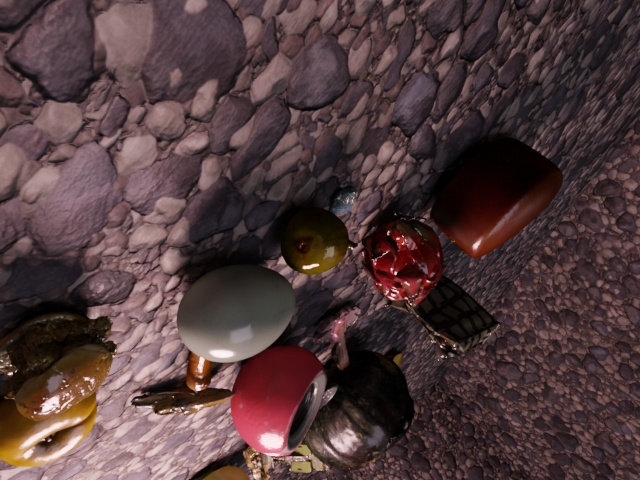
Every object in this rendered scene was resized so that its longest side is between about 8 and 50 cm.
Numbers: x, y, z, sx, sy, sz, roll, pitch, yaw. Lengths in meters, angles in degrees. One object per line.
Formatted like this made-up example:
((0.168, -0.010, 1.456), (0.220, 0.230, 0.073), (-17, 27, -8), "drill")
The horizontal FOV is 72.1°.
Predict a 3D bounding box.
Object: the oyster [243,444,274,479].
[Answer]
((-0.244, 0.851, 1.695), (0.107, 0.201, 0.354), (6, 125, 3), "oyster")

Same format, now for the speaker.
((-0.109, 0.428, 1.206), (0.294, 0.294, 0.294), (-30, 147, -22), "speaker")

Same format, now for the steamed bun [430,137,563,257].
((0.516, -0.139, 1.271), (0.379, 0.235, 0.248), (-34, 151, -16), "steamed bun")

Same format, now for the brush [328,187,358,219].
((0.033, -0.040, 1.034), (0.070, 0.021, 0.196), (-14, 139, -38), "brush")

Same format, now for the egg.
((-0.157, 0.136, 0.870), (0.264, 0.183, 0.182), (-16, 141, -50), "egg")

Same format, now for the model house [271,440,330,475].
((-0.099, 0.954, 2.001), (0.279, 0.204, 0.218), (-4, 161, -1), "model house")

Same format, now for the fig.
((0.000, -0.010, 0.938), (0.186, 0.148, 0.142), (-61, 161, -57), "fig")

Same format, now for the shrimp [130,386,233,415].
((-0.315, 0.389, 1.057), (0.254, 0.145, 0.059), (22, 67, -57), "shrimp")

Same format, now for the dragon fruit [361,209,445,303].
((0.223, 0.037, 1.154), (0.234, 0.234, 0.293), (-34, 152, -16), "dragon fruit")

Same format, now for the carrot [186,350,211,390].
((-0.274, 0.262, 1.018), (0.061, 0.061, 0.209), (-16, 136, -38), "carrot")

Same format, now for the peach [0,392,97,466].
((-0.489, 0.322, 0.784), (0.179, 0.103, 0.179), (-33, 149, -23), "peach")

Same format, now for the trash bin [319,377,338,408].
((-0.055, 0.473, 1.434), (0.176, 0.161, 0.175), (-33, 152, -20), "trash bin")

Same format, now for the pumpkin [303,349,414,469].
((0.126, 0.615, 1.631), (0.454, 0.344, 0.454), (-40, 178, -2), "pumpkin")

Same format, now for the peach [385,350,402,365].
((0.335, 0.625, 2.188), (0.189, 0.068, 0.279), (-46, 149, -12), "peach")

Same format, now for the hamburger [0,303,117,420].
((-0.401, 0.188, 0.694), (0.185, 0.131, 0.159), (-45, 154, -6), "hamburger")

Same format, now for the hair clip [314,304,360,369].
((0.060, 0.322, 1.471), (0.173, 0.069, 0.300), (-28, 137, -27), "hair clip")

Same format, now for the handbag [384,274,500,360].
((0.440, 0.268, 1.604), (0.327, 0.325, 0.162), (-3, 129, -49), "handbag")

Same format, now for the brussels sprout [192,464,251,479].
((-0.399, 0.984, 1.591), (0.344, 0.268, 0.344), (-54, 166, -21), "brussels sprout")
